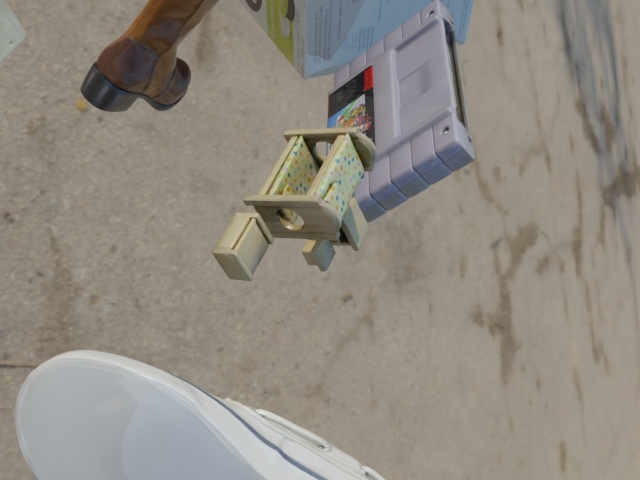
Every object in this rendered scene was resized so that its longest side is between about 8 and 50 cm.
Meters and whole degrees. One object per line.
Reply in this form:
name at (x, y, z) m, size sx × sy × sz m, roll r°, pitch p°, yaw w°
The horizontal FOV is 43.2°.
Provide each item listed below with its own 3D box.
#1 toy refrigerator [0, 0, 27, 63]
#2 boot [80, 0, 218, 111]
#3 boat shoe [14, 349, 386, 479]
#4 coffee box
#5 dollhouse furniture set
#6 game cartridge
toy refrigerator at (-0.447, -0.229, 0.851) m, size 0.102 × 0.269 × 0.094 m, roll -59°, pitch 148°, yaw -27°
boot at (-0.211, -0.327, 1.220) m, size 0.096 × 0.280 × 0.264 m, roll 49°, pitch 25°, yaw 10°
boat shoe at (-0.041, 0.139, 0.443) m, size 0.095 × 0.258 × 0.084 m, roll -55°, pitch -176°, yaw 6°
coffee box at (0.053, -0.537, 1.420) m, size 0.334 × 0.338 × 0.337 m, roll 56°, pitch -25°, yaw 38°
dollhouse furniture set at (0.000, 0.000, 0.859) m, size 0.182 × 0.101 × 0.161 m, roll -63°, pitch 141°, yaw -34°
game cartridge at (0.106, -0.193, 1.205) m, size 0.068 × 0.230 × 0.355 m, roll 42°, pitch 33°, yaw -34°
